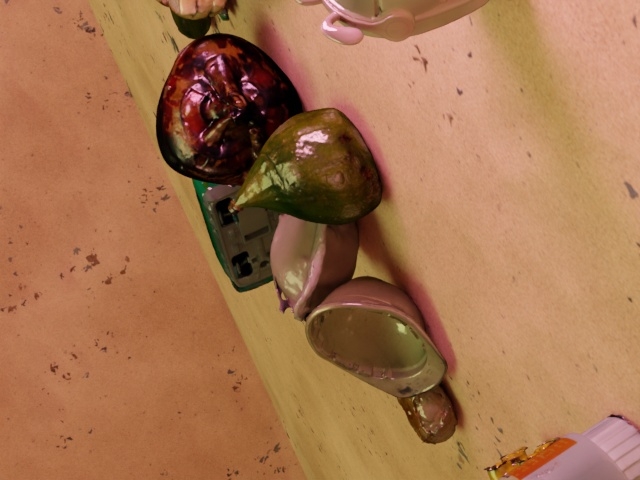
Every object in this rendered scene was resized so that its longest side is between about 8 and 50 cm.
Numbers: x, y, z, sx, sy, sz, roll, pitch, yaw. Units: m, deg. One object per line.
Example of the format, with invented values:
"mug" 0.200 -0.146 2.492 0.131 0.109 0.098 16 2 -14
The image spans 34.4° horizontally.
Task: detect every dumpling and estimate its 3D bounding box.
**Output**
"dumpling" 0.010 0.011 1.858 0.163 0.204 0.293 33 -137 -24

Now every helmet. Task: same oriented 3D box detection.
"helmet" 0.107 0.145 1.812 0.257 0.137 0.204 34 135 -15

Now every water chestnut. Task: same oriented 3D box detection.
"water chestnut" -0.157 -0.229 1.853 0.244 0.289 0.289 -3 119 40

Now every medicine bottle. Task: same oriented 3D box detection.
"medicine bottle" 0.262 0.349 1.236 0.158 0.318 0.158 56 166 21

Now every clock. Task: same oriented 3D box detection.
"clock" 0.069 -0.269 1.041 0.151 0.191 0.062 53 164 32

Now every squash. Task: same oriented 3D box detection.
"squash" -0.267 -0.513 2.043 0.087 0.087 0.331 57 164 22

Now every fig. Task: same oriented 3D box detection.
"fig" -0.037 -0.099 1.666 0.203 0.235 0.203 62 169 22

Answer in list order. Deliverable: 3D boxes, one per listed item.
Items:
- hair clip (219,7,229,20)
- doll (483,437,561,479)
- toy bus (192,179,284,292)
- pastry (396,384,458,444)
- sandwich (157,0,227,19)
"hair clip" -0.197 -0.486 1.939 0.195 0.052 0.124 86 164 -77
"doll" 0.336 0.396 1.464 0.135 0.143 0.221 -34 81 42
"toy bus" -0.180 -0.068 2.348 0.199 0.183 0.344 56 164 38
"pastry" 0.193 0.302 1.905 0.153 0.081 0.153 62 176 7
"sandwich" -0.233 -0.509 1.759 0.273 0.095 0.249 -137 41 -61
